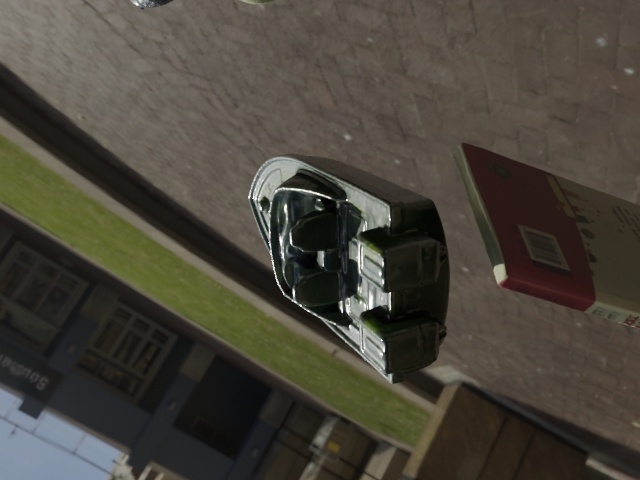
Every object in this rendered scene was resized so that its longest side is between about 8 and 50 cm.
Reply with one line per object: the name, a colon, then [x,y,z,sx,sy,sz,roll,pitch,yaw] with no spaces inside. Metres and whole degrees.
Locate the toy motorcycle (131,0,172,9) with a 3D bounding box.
toy motorcycle: [-0.232,-0.423,0.960,0.296,0.198,0.109,40,166,35]

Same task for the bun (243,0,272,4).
bun: [-0.034,-0.333,0.677,0.145,0.229,0.229,47,169,14]

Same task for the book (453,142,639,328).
book: [0.218,0.006,0.540,0.231,0.162,0.022,17,127,-16]

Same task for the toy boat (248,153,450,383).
toy boat: [0.000,0.000,0.613,0.319,0.092,0.141,-146,49,-59]
